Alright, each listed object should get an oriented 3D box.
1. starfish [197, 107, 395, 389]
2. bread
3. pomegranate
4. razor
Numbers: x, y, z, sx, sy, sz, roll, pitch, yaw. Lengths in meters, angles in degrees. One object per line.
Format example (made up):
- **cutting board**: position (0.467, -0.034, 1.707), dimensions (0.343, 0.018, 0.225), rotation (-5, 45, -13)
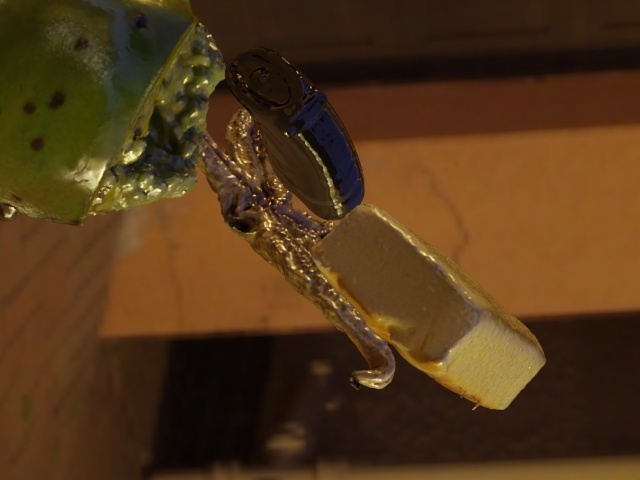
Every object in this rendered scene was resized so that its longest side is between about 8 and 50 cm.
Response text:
- **starfish**: position (0.000, 0.000, 2.135), dimensions (0.082, 0.432, 0.324), rotation (-54, 154, 17)
- **bread**: position (0.076, 0.048, 1.359), dimensions (0.125, 0.068, 0.188), rotation (43, 4, 23)
- **pomegranate**: position (-0.199, -0.168, 1.710), dimensions (0.260, 0.260, 0.341), rotation (0, 108, -83)
- **razor**: position (-0.017, -0.081, 1.442), dimensions (0.090, 0.054, 0.148), rotation (39, -13, 34)
